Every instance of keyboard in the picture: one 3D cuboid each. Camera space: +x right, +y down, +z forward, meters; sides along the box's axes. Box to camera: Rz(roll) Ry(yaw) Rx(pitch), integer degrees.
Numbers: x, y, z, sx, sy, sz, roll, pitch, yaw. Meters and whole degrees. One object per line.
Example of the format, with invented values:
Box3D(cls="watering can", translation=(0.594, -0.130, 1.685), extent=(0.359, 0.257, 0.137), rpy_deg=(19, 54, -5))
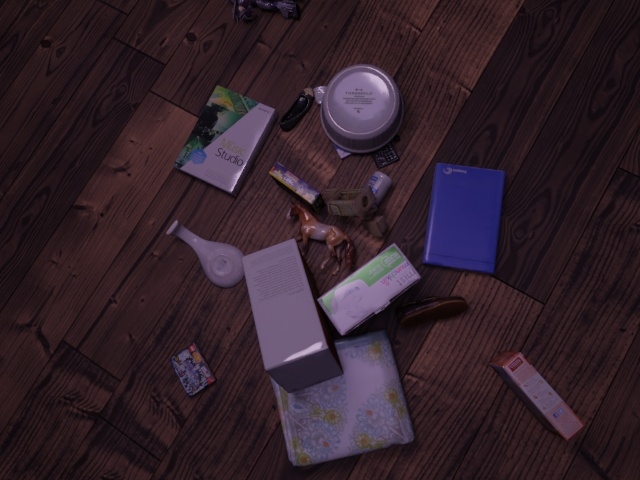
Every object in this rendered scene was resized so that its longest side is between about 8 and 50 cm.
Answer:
Box3D(cls="keyboard", translation=(0.200, -0.334, 1.524), extent=(0.108, 0.023, 0.180), rpy_deg=(-23, 78, 2))

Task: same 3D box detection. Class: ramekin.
Box3D(cls="ramekin", translation=(0.127, -0.416, 1.457), extent=(0.272, 0.127, 0.273), rpy_deg=(0, 89, 7))

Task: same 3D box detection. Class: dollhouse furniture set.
Box3D(cls="dollhouse furniture set", translation=(0.087, -0.073, 1.442), extent=(0.182, 0.161, 0.101), rpy_deg=(3, 40, 46))

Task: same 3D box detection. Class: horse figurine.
Box3D(cls="horse figurine", translation=(0.000, 0.000, 1.462), extent=(0.263, 0.066, 0.175), rpy_deg=(20, 88, 13))

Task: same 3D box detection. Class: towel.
Box3D(cls="towel", translation=(0.051, 0.453, 1.358), extent=(0.374, 0.090, 0.321), rpy_deg=(-15, 80, 4))

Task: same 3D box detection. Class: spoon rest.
Box3D(cls="spoon rest", translation=(-0.359, 0.039, 1.501), extent=(0.276, 0.084, 0.137), rpy_deg=(38, 87, -1))

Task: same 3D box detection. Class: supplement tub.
Box3D(cls="supplement tub", translation=(0.171, -0.155, 1.468), extent=(0.071, 0.071, 0.107), rpy_deg=(32, 84, 12))

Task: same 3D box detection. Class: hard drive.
Box3D(cls="hard drive", translation=(0.438, -0.069, 1.433), extent=(0.210, 0.040, 0.319), rpy_deg=(9, 80, 9))

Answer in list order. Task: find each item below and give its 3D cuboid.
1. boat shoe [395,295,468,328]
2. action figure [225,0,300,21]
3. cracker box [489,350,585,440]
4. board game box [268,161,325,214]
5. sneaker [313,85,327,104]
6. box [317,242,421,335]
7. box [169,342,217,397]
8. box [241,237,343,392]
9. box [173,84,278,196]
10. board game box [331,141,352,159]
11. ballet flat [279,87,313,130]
Box3D(cls="boat shoe", translation=(0.325, 0.195, 1.381), extent=(0.207, 0.073, 0.073), rpy_deg=(-12, 38, -2))
Box3D(cls="action figure", translation=(-0.206, -0.852, 1.639), extent=(0.285, 0.099, 0.185), rpy_deg=(9, 89, 13))
Box3D(cls="cracker box", translation=(0.575, 0.409, 1.264), extent=(0.067, 0.156, 0.232), rpy_deg=(-40, 78, -2))
Box3D(cls="board game box", translation=(-0.069, -0.161, 1.462), extent=(0.170, 0.141, 0.048), rpy_deg=(37, 85, 11))
Box3D(cls="sneaker", translation=(0.054, -0.489, 1.563), extent=(0.152, 0.054, 0.061), rpy_deg=(-9, 95, 7))
Box3D(cls="box", translation=(0.139, 0.149, 1.330), extent=(0.262, 0.231, 0.127), rpy_deg=(-36, 77, 0))
Box3D(cls="box", translation=(-0.395, 0.400, 1.449), extent=(0.094, 0.027, 0.137), rpy_deg=(-34, 77, -1))
Box3D(cls="box", translation=(-0.079, 0.207, 1.296), extent=(0.168, 0.215, 0.345), rpy_deg=(-20, 55, 2))
Box3D(cls="box", translation=(-0.315, -0.336, 1.569), extent=(0.232, 0.058, 0.322), rpy_deg=(25, 82, 11))
Box3D(cls="board game box", translation=(0.087, -0.324, 1.536), extent=(0.090, 0.020, 0.090), rpy_deg=(-28, 77, 2))
Box3D(cls="ballet flat", translation=(-0.076, -0.440, 1.564), extent=(0.057, 0.049, 0.173), rpy_deg=(32, 84, 11))
